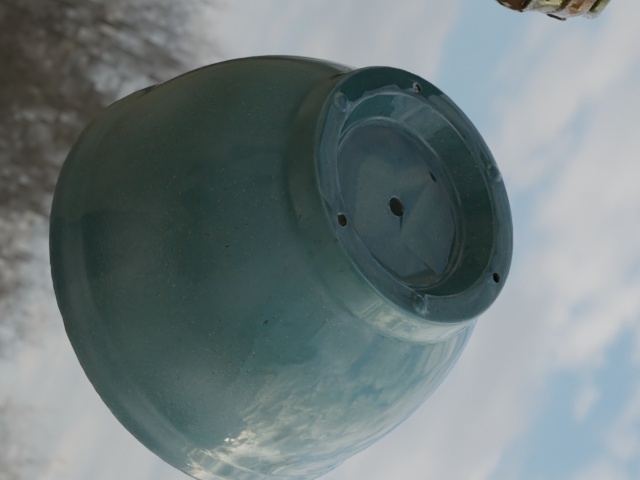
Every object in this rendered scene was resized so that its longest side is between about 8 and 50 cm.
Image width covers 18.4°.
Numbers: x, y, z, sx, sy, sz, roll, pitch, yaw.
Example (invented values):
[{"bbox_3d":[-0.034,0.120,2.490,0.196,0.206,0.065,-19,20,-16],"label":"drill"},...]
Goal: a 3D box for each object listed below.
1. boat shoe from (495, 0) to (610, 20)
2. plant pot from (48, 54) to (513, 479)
[{"bbox_3d":[0.159,-0.208,1.361,0.307,0.104,0.110,-65,179,-65],"label":"boat shoe"},{"bbox_3d":[0.000,0.000,1.290,0.196,0.293,0.293,-25,-141,42],"label":"plant pot"}]
